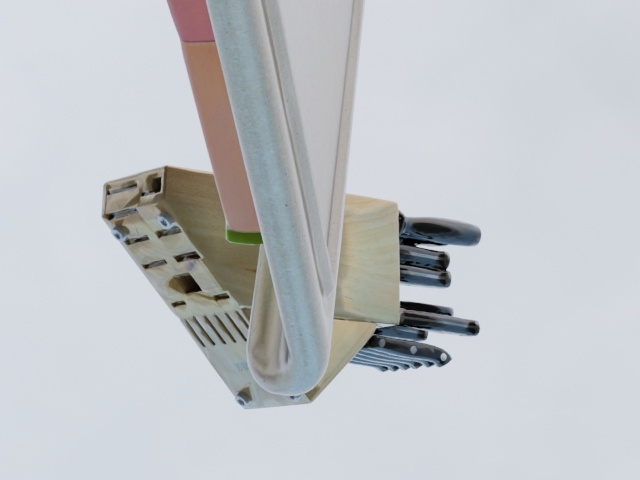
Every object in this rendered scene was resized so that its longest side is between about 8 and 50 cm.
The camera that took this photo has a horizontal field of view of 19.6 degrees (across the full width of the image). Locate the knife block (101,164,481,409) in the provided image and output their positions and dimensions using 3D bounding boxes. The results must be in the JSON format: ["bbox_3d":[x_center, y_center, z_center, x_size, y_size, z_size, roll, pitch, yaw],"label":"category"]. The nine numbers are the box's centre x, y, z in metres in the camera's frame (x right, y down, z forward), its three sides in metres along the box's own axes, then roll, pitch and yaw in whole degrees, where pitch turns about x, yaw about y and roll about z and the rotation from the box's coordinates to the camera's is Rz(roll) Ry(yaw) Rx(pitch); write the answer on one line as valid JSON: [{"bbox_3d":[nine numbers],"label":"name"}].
[{"bbox_3d":[0.000,0.000,1.393,0.088,0.242,0.276,-12,-61,51],"label":"knife block"}]

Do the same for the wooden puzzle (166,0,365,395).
[{"bbox_3d":[-0.013,-0.111,0.490,0.044,0.239,0.221,3,-128,5],"label":"wooden puzzle"}]
